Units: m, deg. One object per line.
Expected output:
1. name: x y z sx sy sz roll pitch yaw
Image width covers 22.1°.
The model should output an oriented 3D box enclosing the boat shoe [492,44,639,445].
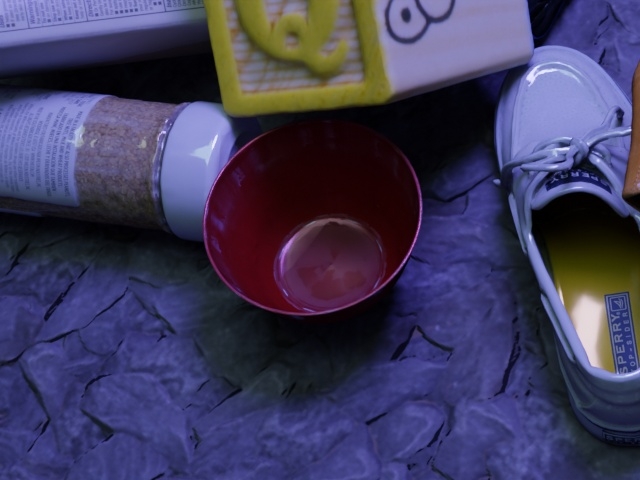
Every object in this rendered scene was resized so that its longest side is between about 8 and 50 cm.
1. boat shoe: 0.203 -0.031 1.290 0.136 0.156 0.367 -10 58 10

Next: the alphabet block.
1. alphabet block: 0.035 -0.214 1.359 0.193 0.192 0.197 -3 11 44

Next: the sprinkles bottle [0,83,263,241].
1. sprinkles bottle: -0.231 -0.077 1.465 0.355 0.121 0.121 8 62 20

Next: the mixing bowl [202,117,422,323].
1. mixing bowl: 0.000 0.000 1.361 0.181 0.098 0.181 -4 62 8

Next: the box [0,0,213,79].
1. box: -0.196 -0.235 1.456 0.311 0.121 0.148 -8 84 -18

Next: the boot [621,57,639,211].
1. boot: 0.364 -0.071 1.262 0.295 0.104 0.211 16 72 -18

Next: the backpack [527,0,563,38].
1. backpack: 0.180 -0.242 1.459 0.084 0.105 0.114 17 73 32
